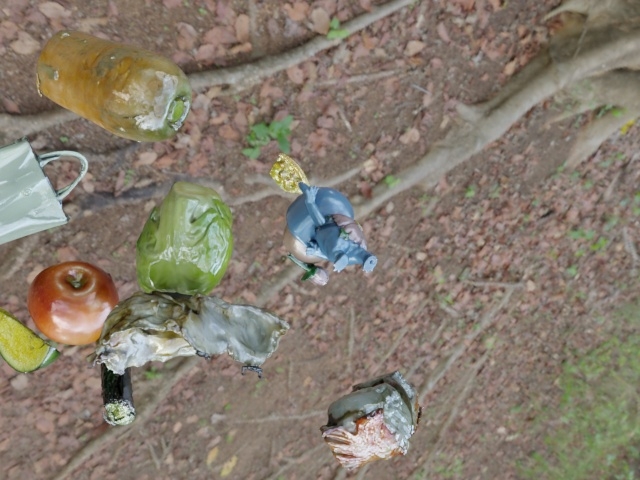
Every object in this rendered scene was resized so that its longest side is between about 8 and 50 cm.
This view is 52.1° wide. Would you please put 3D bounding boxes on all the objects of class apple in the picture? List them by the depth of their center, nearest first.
[{"bbox_3d":[-0.449,0.110,1.194,0.163,0.163,0.139,-25,156,-33],"label":"apple"}]

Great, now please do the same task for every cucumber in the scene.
[{"bbox_3d":[-0.407,0.244,1.305,0.067,0.245,0.067,-11,141,-9],"label":"cucumber"}]

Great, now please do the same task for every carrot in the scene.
[{"bbox_3d":[-0.497,-0.380,1.614,0.224,0.340,0.224,-61,169,-20],"label":"carrot"}]

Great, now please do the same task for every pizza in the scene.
[{"bbox_3d":[-0.095,-0.192,1.998,0.099,0.160,0.036,-28,-165,22],"label":"pizza"}]

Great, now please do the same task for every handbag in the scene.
[{"bbox_3d":[-0.604,-0.085,1.273,0.315,0.109,0.241,-19,145,-13],"label":"handbag"}]

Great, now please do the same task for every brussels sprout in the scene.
[{"bbox_3d":[-0.239,0.011,1.160,0.161,0.223,0.223,25,107,-8],"label":"brussels sprout"}]

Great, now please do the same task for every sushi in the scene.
[{"bbox_3d":[0.100,0.306,1.156,0.124,0.130,0.332,-27,175,16],"label":"sushi"}]

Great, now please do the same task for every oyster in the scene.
[{"bbox_3d":[-0.189,0.149,1.034,0.337,0.197,0.133,10,77,-37],"label":"oyster"}]

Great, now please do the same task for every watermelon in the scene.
[{"bbox_3d":[-0.552,0.193,1.247,0.075,0.181,0.092,-9,118,-60],"label":"watermelon"}]

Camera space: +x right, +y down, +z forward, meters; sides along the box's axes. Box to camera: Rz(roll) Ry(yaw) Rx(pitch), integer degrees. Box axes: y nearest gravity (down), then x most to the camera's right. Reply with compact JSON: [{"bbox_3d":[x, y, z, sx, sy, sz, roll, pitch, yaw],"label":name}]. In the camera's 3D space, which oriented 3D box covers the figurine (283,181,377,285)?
[{"bbox_3d":[0.002,0.004,0.949,0.114,0.178,0.145,19,108,-34],"label":"figurine"}]
